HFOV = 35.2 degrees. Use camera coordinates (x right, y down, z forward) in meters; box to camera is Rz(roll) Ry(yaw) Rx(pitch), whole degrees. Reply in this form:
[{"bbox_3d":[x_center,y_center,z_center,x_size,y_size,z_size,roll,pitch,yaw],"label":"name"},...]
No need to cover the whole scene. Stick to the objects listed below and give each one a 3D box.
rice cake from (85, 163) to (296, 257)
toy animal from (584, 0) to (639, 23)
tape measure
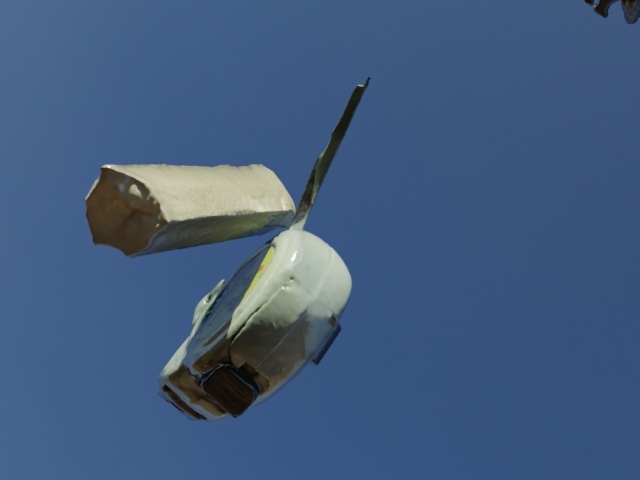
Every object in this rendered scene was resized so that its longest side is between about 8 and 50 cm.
[{"bbox_3d":[-0.084,-0.026,0.723,0.052,0.256,0.057,-24,-94,19],"label":"rice cake"},{"bbox_3d":[0.270,-0.239,0.926,0.065,0.135,0.047,-47,-141,23],"label":"toy animal"},{"bbox_3d":[0.000,0.001,0.811,0.084,0.330,0.164,44,-24,-19],"label":"tape measure"}]
